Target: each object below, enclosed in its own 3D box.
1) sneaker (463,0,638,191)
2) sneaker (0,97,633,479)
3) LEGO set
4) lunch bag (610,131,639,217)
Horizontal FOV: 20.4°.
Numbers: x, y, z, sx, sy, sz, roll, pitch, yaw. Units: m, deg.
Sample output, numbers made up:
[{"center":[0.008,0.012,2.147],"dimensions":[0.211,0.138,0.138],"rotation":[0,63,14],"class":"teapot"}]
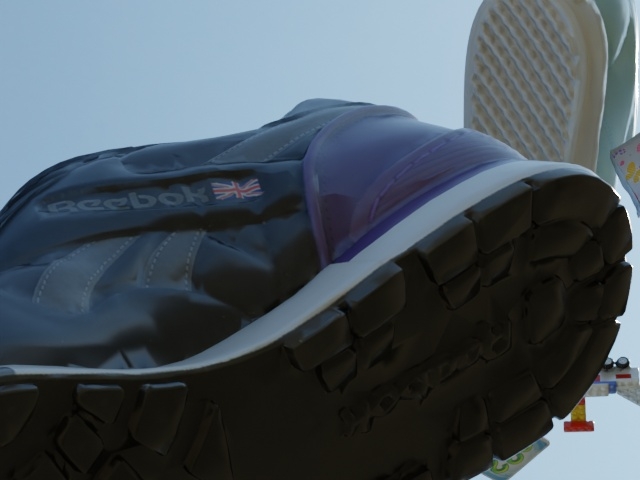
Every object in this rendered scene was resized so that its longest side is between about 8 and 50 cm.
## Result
[{"center":[0.178,-0.038,1.340],"dimensions":[0.150,0.135,0.366],"rotation":[-28,-43,-46],"class":"sneaker"},{"center":[-0.061,0.038,0.456],"dimensions":[0.283,0.124,0.107],"rotation":[-20,-55,-34],"class":"sneaker"},{"center":[0.172,0.134,1.603],"dimensions":[0.182,0.060,0.244],"rotation":[30,-53,-20],"class":"LEGO set"},{"center":[0.252,-0.044,1.238],"dimensions":[0.083,0.071,0.053],"rotation":[-8,-43,-12],"class":"lunch bag"}]
